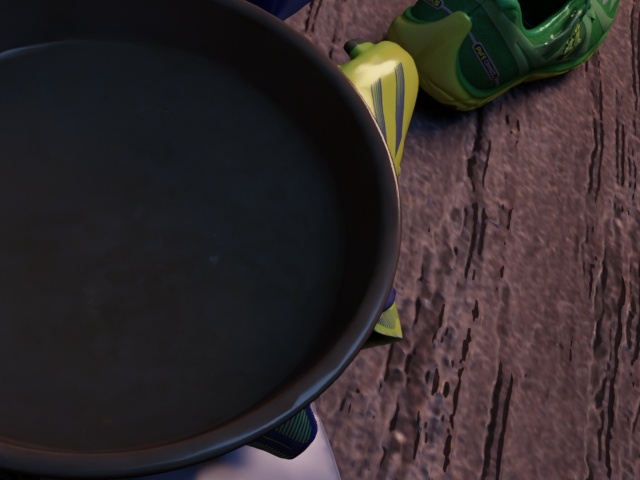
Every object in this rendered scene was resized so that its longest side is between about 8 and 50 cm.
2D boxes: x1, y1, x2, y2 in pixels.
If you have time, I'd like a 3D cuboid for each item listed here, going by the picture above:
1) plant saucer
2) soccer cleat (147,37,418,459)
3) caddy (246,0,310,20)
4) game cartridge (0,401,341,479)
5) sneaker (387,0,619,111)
[{"bbox_3d":[-0.102,-0.009,0.867,0.278,0.041,0.278,3,55,-4],"label":"plant saucer"},{"bbox_3d":[-0.001,0.001,0.985,0.121,0.093,0.289,35,43,-3],"label":"soccer cleat"},{"bbox_3d":[-0.130,-0.211,1.014,0.341,0.241,0.179,11,46,-37],"label":"caddy"},{"bbox_3d":[-0.112,0.043,0.962,0.196,0.060,0.294,-12,66,-53],"label":"game cartridge"},{"bbox_3d":[0.161,-0.177,1.359,0.109,0.123,0.295,49,37,2],"label":"sneaker"}]
